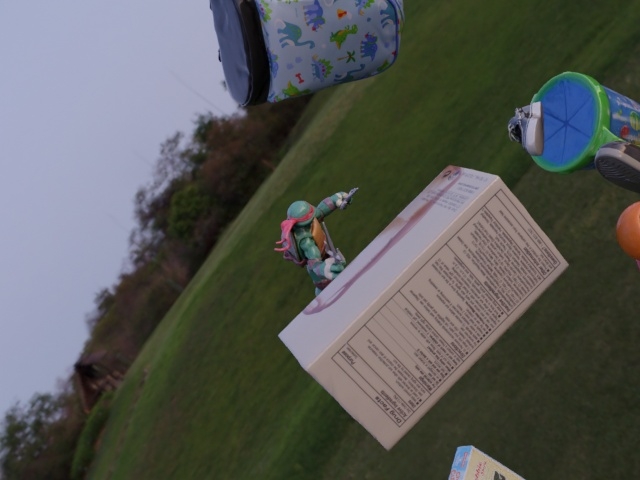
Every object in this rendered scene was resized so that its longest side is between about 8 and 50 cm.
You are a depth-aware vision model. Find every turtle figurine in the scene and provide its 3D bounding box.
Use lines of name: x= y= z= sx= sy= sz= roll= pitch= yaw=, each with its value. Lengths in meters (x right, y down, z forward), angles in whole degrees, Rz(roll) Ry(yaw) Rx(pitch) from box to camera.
turtle figurine: x=0.000 y=0.000 z=1.215 sx=0.234 sy=0.118 sz=0.175 roll=77 pitch=-159 yaw=-53

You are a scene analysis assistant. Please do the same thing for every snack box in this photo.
snack box: x=0.358 y=0.660 z=1.839 sx=0.060 sy=0.187 sz=0.322 roll=-29 pitch=31 yaw=53

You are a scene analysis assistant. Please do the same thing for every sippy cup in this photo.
sippy cup: x=0.648 y=-0.264 z=1.897 sx=0.240 sy=0.224 sz=0.305 roll=-44 pitch=49 yaw=50

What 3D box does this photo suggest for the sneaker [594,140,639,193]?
sneaker: x=0.486 y=-0.128 z=1.154 sx=0.083 sy=0.222 sz=0.118 roll=7 pitch=80 yaw=60

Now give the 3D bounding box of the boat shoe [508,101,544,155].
boat shoe: x=0.443 y=-0.236 z=1.728 sx=0.070 sy=0.078 sz=0.219 roll=-7 pitch=24 yaw=20

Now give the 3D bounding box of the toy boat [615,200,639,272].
toy boat: x=0.357 y=-0.019 z=0.781 sx=0.151 sy=0.151 sz=0.231 roll=-123 pitch=29 yaw=-47

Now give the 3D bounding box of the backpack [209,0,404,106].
backpack: x=-0.010 y=-0.432 z=1.612 sx=0.355 sy=0.273 sz=0.290 roll=-23 pitch=-50 yaw=-25

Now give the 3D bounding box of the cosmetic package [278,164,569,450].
cosmetic package: x=0.115 y=0.070 z=0.925 sx=0.296 sy=0.153 sz=0.129 roll=-43 pitch=20 yaw=-5
